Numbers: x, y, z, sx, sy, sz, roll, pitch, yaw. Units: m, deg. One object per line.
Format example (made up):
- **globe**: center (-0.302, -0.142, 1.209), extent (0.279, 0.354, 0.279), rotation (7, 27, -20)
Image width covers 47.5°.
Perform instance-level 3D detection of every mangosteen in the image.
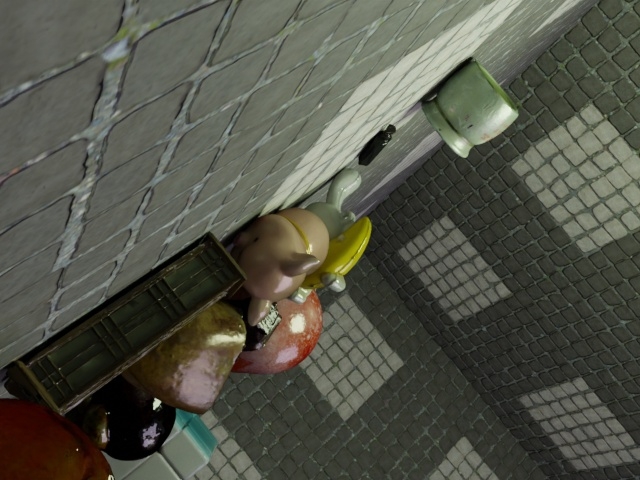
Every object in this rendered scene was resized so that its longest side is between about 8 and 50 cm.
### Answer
- **mangosteen**: center (-0.411, 0.336, 1.445), extent (0.250, 0.211, 0.211), rotation (-2, 158, -26)

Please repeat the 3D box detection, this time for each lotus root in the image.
- **lotus root**: center (-0.250, 0.159, 1.160), extent (0.180, 0.199, 0.188), rotation (29, 81, -46)

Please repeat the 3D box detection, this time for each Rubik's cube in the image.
- **Rubik's cube**: center (-0.488, 0.524, 1.880), extent (0.318, 0.316, 0.322), rotation (-39, 176, -7)

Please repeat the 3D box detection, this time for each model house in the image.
- **model house**: center (-0.178, 0.131, 1.349), extent (0.203, 0.141, 0.164), rotation (-7, 145, 2)

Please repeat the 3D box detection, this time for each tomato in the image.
- **tomato**: center (-0.131, 0.155, 1.564), extent (0.270, 0.227, 0.270), rotation (-10, -158, 4)

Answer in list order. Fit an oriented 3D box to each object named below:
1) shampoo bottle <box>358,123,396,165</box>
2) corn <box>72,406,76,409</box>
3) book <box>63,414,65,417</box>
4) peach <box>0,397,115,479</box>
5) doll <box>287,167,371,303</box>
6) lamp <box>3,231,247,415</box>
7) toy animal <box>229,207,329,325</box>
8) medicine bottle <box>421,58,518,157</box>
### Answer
- **shampoo bottle**: center (0.110, -0.185, 1.412), extent (0.048, 0.027, 0.137), rotation (-40, 177, -29)
- **corn**: center (-0.517, 0.391, 1.544), extent (0.322, 0.119, 0.119), rotation (-43, 180, -43)
- **book**: center (-0.483, 0.351, 1.018), extent (0.269, 0.025, 0.191), rotation (-9, 121, -65)
- **peach**: center (-0.362, 0.320, 0.694), extent (0.372, 0.290, 0.372), rotation (-41, 178, -2)
- **doll**: center (0.000, 0.000, 1.441), extent (0.237, 0.111, 0.252), rotation (-33, -139, 22)
- **lamp**: center (-0.248, 0.115, 0.961), extent (0.325, 0.089, 0.090), rotation (-38, 177, -33)
- **toy animal**: center (-0.070, 0.020, 1.276), extent (0.165, 0.149, 0.248), rotation (-59, 180, 28)
- **medicine bottle**: center (0.290, -0.254, 1.420), extent (0.143, 0.147, 0.147), rotation (-39, 177, 23)
